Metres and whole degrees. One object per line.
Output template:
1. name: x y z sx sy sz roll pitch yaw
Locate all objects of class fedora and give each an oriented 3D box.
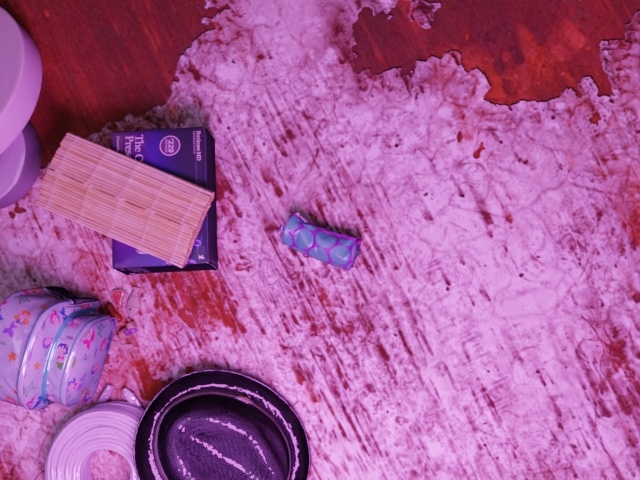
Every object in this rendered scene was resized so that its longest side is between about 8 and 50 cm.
1. fedora: -0.173 0.392 1.661 0.334 0.152 0.333 1 85 -8

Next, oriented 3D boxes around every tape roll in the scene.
1. tape roll: -0.732 -0.295 1.797 0.392 0.072 0.391 -6 67 15
2. tape roll: -0.676 -0.172 1.848 0.219 0.072 0.219 0 88 9

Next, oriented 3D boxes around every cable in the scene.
1. cable: -0.398 0.441 1.770 0.257 0.089 0.257 41 95 9

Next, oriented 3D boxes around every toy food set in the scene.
1. toy food set: -0.395 0.150 1.815 0.078 0.019 0.122 3 89 10

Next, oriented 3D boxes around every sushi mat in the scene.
1. sushi mat: -0.360 -0.077 1.688 0.317 0.019 0.151 23 86 11

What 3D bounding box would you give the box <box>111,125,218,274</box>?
1. box: -0.293 -0.073 1.743 0.185 0.103 0.261 -3 80 2

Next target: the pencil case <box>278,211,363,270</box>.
1. pencil case: 0.000 0.000 1.728 0.152 0.064 0.070 22 117 9

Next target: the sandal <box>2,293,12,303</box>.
1. sandal: -0.646 0.191 1.846 0.067 0.040 0.179 24 92 10

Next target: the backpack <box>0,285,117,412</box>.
1. backpack: -0.507 0.203 1.705 0.191 0.253 0.225 17 90 16
